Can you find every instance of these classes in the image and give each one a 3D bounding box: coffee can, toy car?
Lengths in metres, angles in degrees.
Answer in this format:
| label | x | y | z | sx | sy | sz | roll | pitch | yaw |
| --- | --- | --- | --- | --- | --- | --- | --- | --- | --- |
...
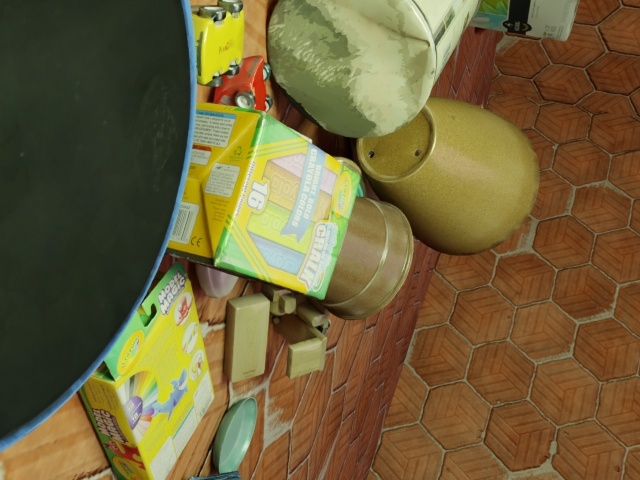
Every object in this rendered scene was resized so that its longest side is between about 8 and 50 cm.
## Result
| label | x | y | z | sx | sy | sz | roll | pitch | yaw |
| --- | --- | --- | --- | --- | --- | --- | --- | --- | --- |
| coffee can | 0.080 | -0.284 | 0.853 | 0.275 | 0.201 | 0.201 | -58 | 157 | -45 |
| toy car | -0.077 | -0.219 | 0.635 | 0.239 | 0.053 | 0.225 | 50 | 51 | -80 |

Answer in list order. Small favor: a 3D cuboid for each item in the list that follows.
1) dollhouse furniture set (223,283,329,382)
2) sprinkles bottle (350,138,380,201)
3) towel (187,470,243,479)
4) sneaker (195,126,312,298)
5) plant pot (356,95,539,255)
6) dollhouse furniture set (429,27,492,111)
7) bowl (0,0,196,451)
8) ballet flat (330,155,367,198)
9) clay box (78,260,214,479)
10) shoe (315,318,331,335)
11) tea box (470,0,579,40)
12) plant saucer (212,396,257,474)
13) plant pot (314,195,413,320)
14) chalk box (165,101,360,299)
| label | x | y | z | sx | sy | sz | roll | pitch | yaw |
| --- | --- | --- | --- | --- | --- | --- | --- | --- | --- |
| dollhouse furniture set | -0.085 | 0.112 | 0.956 | 0.151 | 0.123 | 0.144 | -11 | 120 | -33 |
| sprinkles bottle | 0.117 | -0.133 | 1.255 | 0.355 | 0.121 | 0.121 | 80 | 29 | -54 |
| towel | -0.151 | 0.338 | 0.893 | 0.067 | 0.029 | 0.119 | -57 | 156 | 2 |
| sneaker | -0.070 | -0.032 | 0.759 | 0.080 | 0.094 | 0.212 | 42 | 64 | -74 |
| plant pot | 0.163 | -0.113 | 0.990 | 0.254 | 0.237 | 0.237 | 17 | 88 | -55 |
| dollhouse furniture set | 0.271 | -0.355 | 1.436 | 0.152 | 0.201 | 0.374 | -50 | 151 | -56 |
| bowl | -0.189 | -0.053 | 0.374 | 0.391 | 0.077 | 0.391 | 15 | 90 | -74 |
| ballet flat | 0.020 | -0.050 | 1.051 | 0.342 | 0.116 | 0.124 | 77 | 12 | -57 |
| clay box | -0.165 | 0.129 | 0.653 | 0.127 | 0.053 | 0.222 | -60 | 156 | -43 |
| shoe | -0.012 | 0.080 | 1.037 | 0.178 | 0.063 | 0.081 | 97 | -24 | -46 |
| tea box | 0.322 | -0.570 | 1.198 | 0.220 | 0.324 | 0.329 | 21 | 82 | -75 |
| plant saucer | -0.125 | 0.280 | 0.974 | 0.119 | 0.021 | 0.119 | 15 | 90 | -75 |
| plant pot | 0.000 | 0.000 | 0.853 | 0.165 | 0.167 | 0.167 | 25 | 78 | -41 |
| chalk box | -0.057 | -0.029 | 0.637 | 0.213 | 0.132 | 0.132 | 24 | 81 | -56 |
